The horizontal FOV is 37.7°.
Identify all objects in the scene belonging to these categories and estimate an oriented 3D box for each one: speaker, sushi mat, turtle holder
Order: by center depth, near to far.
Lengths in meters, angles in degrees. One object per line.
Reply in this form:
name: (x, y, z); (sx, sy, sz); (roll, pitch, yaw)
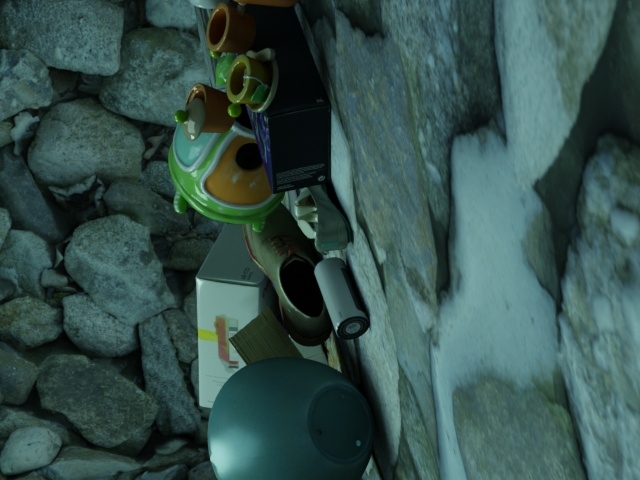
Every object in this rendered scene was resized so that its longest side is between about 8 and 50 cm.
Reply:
speaker: (0.032, 0.090, 1.487); (0.136, 0.055, 0.055); (-111, 11, -45)
sushi mat: (-0.045, 0.281, 1.768); (0.317, 0.019, 0.151); (55, -149, -4)
turtle holder: (-0.147, -0.195, 1.782); (0.320, 0.243, 0.227); (-63, 1, -43)

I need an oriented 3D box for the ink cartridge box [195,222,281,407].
ink cartridge box: (-0.194, 0.187, 2.312); (0.279, 0.160, 0.385); (-71, -13, -59)

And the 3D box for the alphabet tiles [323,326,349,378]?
alphabet tiles: (0.033, 0.255, 1.904); (0.198, 0.009, 0.237); (93, 163, -61)

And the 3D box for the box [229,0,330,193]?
box: (-0.065, -0.235, 1.482); (0.184, 0.103, 0.261); (93, 162, -54)

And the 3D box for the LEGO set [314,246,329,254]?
LEGO set: (-0.001, -0.002, 1.668); (0.054, 0.023, 0.083); (-118, 16, -60)

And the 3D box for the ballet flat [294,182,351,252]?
ballet flat: (-0.008, -0.048, 1.497); (0.213, 0.068, 0.072); (-116, 16, -59)

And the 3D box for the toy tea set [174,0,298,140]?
toy tea set: (-0.136, -0.296, 1.329); (0.200, 0.124, 0.336); (34, 112, 53)

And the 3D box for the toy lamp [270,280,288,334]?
toy lamp: (-0.075, 0.127, 2.185); (0.275, 0.080, 0.080); (91, 164, -56)

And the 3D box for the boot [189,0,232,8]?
boot: (-0.160, -0.489, 1.522); (0.258, 0.095, 0.123); (-78, -9, -45)

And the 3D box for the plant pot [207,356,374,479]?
plant pot: (-0.020, 0.326, 1.602); (0.195, 0.290, 0.290); (-29, 72, 51)

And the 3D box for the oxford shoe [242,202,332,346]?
oxford shoe: (-0.059, 0.029, 1.830); (0.348, 0.123, 0.130); (62, 163, 22)

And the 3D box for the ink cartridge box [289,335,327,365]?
ink cartridge box: (-0.032, 0.221, 2.056); (0.109, 0.063, 0.150); (76, 176, -54)
